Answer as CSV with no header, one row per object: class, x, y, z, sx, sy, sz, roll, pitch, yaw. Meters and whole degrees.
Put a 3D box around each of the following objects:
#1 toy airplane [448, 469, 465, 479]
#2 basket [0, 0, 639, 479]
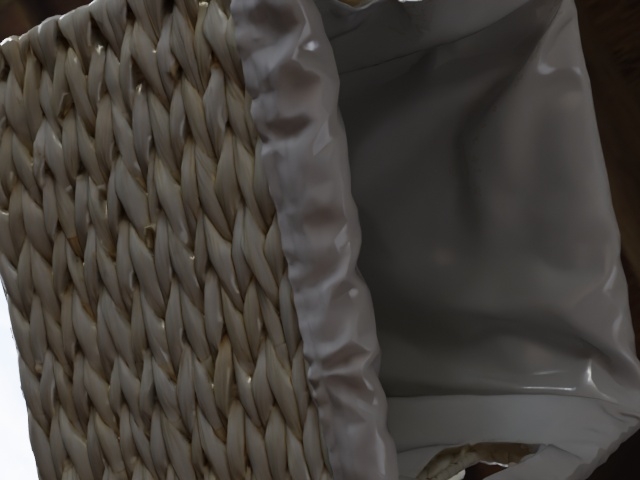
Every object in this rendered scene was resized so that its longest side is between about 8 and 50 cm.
toy airplane,0.100,0.395,1.272,0.272,0.384,0.386,-35,-80,19
basket,0.000,0.000,0.765,0.266,0.328,0.331,-8,-86,35
